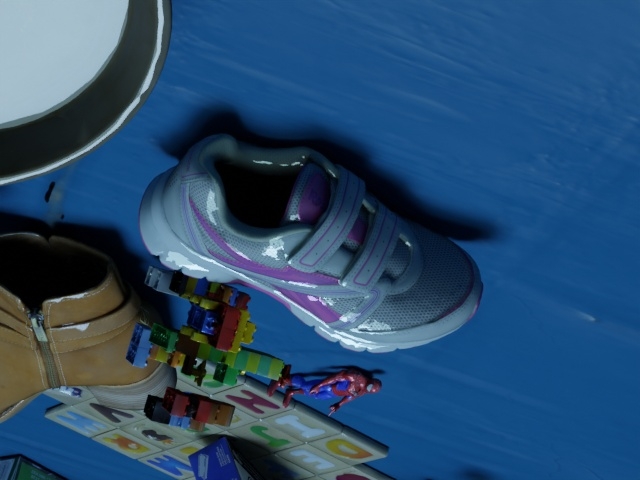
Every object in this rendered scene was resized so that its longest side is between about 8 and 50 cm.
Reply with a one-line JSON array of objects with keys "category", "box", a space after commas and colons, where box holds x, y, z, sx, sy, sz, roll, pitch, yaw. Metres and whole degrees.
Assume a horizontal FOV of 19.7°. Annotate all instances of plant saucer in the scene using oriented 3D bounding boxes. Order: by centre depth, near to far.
[{"category": "plant saucer", "box": [-0.227, -0.144, 1.101, 0.278, 0.041, 0.278, -2, 134, -3]}]

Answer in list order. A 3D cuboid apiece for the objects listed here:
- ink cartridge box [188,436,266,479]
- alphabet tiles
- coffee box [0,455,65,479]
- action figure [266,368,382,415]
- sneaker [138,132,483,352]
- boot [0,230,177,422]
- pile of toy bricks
[{"category": "ink cartridge box", "box": [-0.059, 0.284, 1.832, 0.046, 0.097, 0.207, -28, 142, 5]}, {"category": "alphabet tiles", "box": [-0.107, 0.188, 1.797, 0.342, 0.011, 0.285, 29, 149, -27]}, {"category": "coffee box", "box": [-0.358, 0.288, 2.071, 0.184, 0.040, 0.113, -16, 140, 43]}, {"category": "action figure", "box": [0.007, 0.132, 1.621, 0.115, 0.030, 0.038, -12, 138, 37]}, {"category": "sneaker", "box": [0.000, 0.000, 1.295, 0.252, 0.103, 0.111, 17, 154, -8]}, {"category": "boot", "box": [-0.271, 0.075, 1.553, 0.283, 0.109, 0.220, 5, 153, 13]}, {"category": "pile of toy bricks", "box": [-0.074, 0.086, 1.410, 0.105, 0.118, 0.212, 16, -179, -18]}]
